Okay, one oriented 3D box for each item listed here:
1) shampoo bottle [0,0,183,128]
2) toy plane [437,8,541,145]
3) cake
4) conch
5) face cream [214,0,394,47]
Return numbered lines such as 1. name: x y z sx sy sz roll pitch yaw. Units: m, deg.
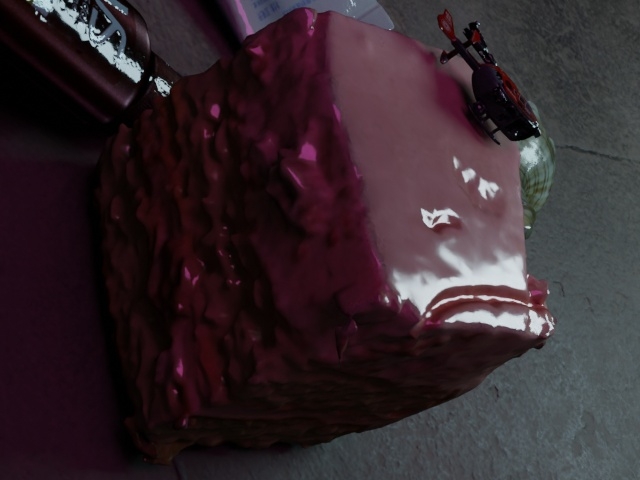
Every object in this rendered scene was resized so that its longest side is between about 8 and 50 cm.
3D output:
1. shampoo bottle: -0.228 -0.191 1.380 0.323 0.084 0.129 42 44 -46
2. toy plane: 0.142 -0.132 1.356 0.145 0.037 0.060 49 33 -16
3. cake: 0.000 0.000 1.376 0.293 0.306 0.314 6 61 -45
4. conch: 0.138 -0.049 1.601 0.169 0.203 0.386 20 17 8
5. face cream: -0.084 -0.366 1.683 0.235 0.137 0.420 -38 100 -48
